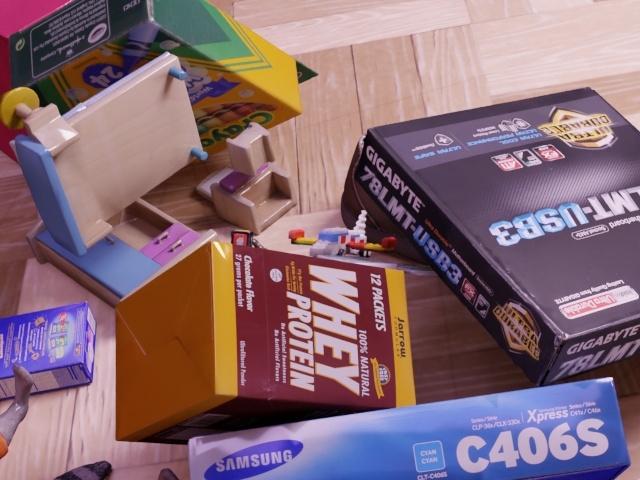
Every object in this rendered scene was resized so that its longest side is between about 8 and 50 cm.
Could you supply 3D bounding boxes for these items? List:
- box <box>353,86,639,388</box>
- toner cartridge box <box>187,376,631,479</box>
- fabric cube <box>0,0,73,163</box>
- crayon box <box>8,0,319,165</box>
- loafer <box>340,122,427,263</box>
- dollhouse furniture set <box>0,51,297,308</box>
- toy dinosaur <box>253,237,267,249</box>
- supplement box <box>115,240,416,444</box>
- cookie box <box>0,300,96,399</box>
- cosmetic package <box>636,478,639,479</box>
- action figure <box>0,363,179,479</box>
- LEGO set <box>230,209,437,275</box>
[{"bbox_3d":[0.230,-0.018,1.118,0.296,0.073,0.293,-12,46,-30],"label":"box"},{"bbox_3d":[0.075,0.190,1.024,0.348,0.165,0.075,-9,71,4],"label":"toner cartridge box"},{"bbox_3d":[-0.316,-0.253,1.533,0.259,0.258,0.254,-36,46,-23],"label":"fabric cube"},{"bbox_3d":[-0.166,-0.179,1.377,0.203,0.323,0.083,-21,64,29],"label":"crayon box"},{"bbox_3d":[0.172,-0.029,1.264,0.366,0.130,0.134,16,50,27],"label":"loafer"},{"bbox_3d":[-0.215,-0.110,1.322,0.198,0.303,0.286,30,57,36],"label":"dollhouse furniture set"},{"bbox_3d":[-0.072,0.066,1.284,0.268,0.064,0.118,-28,48,-22],"label":"toy dinosaur"},{"bbox_3d":[-0.053,0.102,1.055,0.194,0.191,0.129,10,66,-32],"label":"supplement box"},{"bbox_3d":[-0.300,0.119,1.293,0.107,0.040,0.091,-10,43,3],"label":"cookie box"},{"bbox_3d":[0.333,0.276,0.895,0.224,0.138,0.224,-24,45,-12],"label":"cosmetic package"},{"bbox_3d":[-0.262,0.317,1.034,0.341,0.178,0.330,37,64,6],"label":"action figure"},{"bbox_3d":[0.000,0.000,1.194,0.183,0.060,0.244,2,3,-25],"label":"LEGO set"}]
